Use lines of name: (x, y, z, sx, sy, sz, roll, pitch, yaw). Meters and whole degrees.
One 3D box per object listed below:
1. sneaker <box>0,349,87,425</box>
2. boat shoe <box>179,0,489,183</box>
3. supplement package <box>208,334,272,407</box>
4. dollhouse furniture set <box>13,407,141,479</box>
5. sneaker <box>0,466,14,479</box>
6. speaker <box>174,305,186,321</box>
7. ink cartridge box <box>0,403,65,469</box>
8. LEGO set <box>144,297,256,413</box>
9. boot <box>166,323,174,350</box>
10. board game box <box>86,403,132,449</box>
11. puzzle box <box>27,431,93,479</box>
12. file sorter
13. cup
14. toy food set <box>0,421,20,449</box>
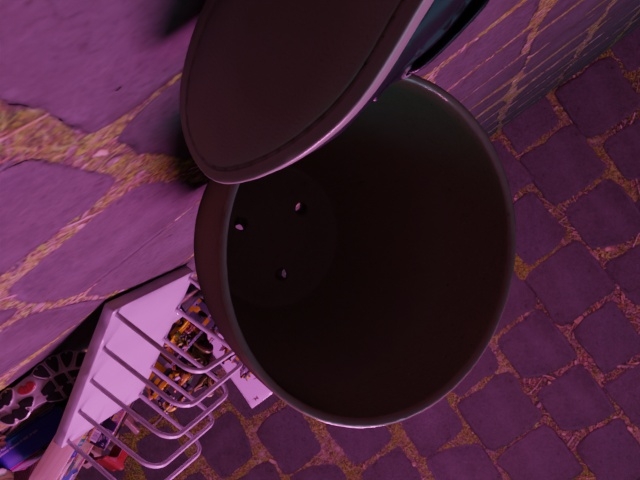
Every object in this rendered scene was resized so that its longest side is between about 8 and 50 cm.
sneaker: (-0.424, 0.216, 1.239, 0.170, 0.068, 0.071, -28, -169, 1)
boat shoe: (0.040, -0.153, 0.448, 0.113, 0.127, 0.340, -13, 150, -47)
supplement package: (-0.145, 0.215, 1.864, 0.204, 0.262, 0.145, -37, 176, 1)
dollhouse furniture set: (-0.649, 0.574, 2.068, 0.374, 0.152, 0.201, -39, -154, 11)
sneaker: (-0.733, 0.582, 1.582, 0.158, 0.182, 0.410, -18, -179, 13)
speaker: (-0.296, 0.141, 1.347, 0.136, 0.055, 0.055, -36, 175, -6)
ink cartridge box: (-0.661, 0.463, 1.884, 0.176, 0.069, 0.371, -35, 173, -17)
LEGO set: (-0.207, 0.244, 1.575, 0.255, 0.192, 0.331, -48, 175, -12)
boot: (-0.370, 0.238, 1.676, 0.197, 0.073, 0.152, -32, 178, -15)
board game box: (-0.433, 0.356, 1.747, 0.170, 0.048, 0.141, -62, -178, -4)
puzzle box: (-0.532, 0.425, 1.800, 0.272, 0.052, 0.409, -62, -177, -17)
file sorter: (-0.243, 0.217, 1.229, 0.193, 0.173, 0.278, -30, 151, -60)
cup: (0.000, 0.000, 0.841, 0.331, 0.331, 0.237, -34, -160, -24)
toy food set: (-0.670, 0.428, 1.582, 0.192, 0.038, 0.132, -32, 174, -39)
